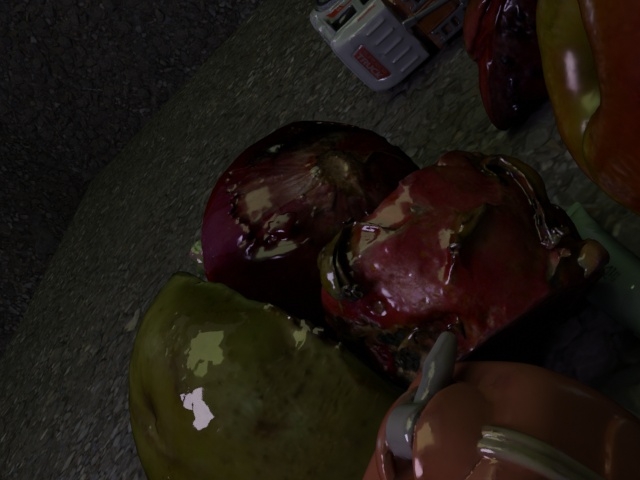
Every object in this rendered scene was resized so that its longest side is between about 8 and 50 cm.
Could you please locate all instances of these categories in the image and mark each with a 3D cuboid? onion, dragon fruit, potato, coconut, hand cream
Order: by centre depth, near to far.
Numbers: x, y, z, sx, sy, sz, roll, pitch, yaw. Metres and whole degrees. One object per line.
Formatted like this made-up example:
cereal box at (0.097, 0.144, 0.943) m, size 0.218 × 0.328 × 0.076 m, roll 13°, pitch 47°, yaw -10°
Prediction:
dragon fruit at (0.130, 0.035, 0.590) m, size 0.147 × 0.282 × 0.211 m, roll 47°, pitch 122°, yaw 31°
hand cream at (0.243, 0.027, 0.626) m, size 0.078 × 0.050 × 0.205 m, roll -52°, pitch 21°, yaw 11°
potato at (-0.074, 0.188, 0.650) m, size 0.212 × 0.280 × 0.330 m, roll -54°, pitch 21°, yaw -20°
onion at (0.000, 0.000, 0.812) m, size 0.276 × 0.276 × 0.276 m, roll -40°, pitch 28°, yaw 26°
dragon fruit at (0.247, -0.345, 0.890) m, size 0.286 × 0.228 × 0.329 m, roll -38°, pitch 31°, yaw 32°
coconut at (-0.201, 0.028, 1.343) m, size 0.081 × 0.082 × 0.083 m, roll -52°, pitch 23°, yaw -8°

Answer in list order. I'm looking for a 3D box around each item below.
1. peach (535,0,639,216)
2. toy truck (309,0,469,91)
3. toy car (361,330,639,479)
peach at (0.312, -0.152, 0.462) m, size 0.332 × 0.307 × 0.308 m, roll -20°, pitch 27°, yaw -4°
toy truck at (0.174, -0.418, 1.176) m, size 0.387 × 0.173 × 0.207 m, roll -41°, pitch 37°, yaw 19°
toy car at (0.103, 0.200, 0.444) m, size 0.181 × 0.212 × 0.270 m, roll -15°, pitch 44°, yaw 52°
